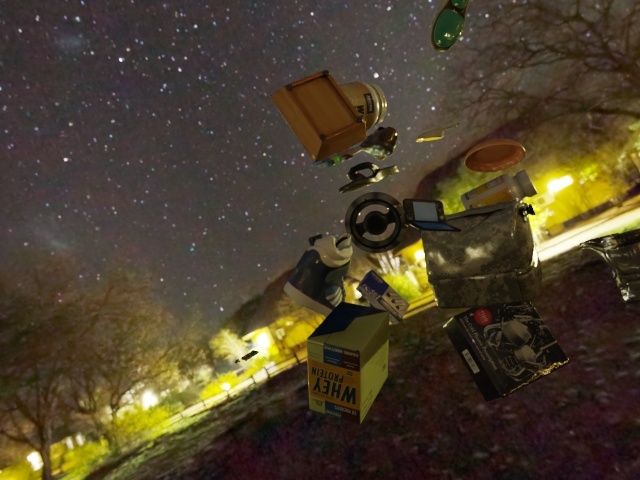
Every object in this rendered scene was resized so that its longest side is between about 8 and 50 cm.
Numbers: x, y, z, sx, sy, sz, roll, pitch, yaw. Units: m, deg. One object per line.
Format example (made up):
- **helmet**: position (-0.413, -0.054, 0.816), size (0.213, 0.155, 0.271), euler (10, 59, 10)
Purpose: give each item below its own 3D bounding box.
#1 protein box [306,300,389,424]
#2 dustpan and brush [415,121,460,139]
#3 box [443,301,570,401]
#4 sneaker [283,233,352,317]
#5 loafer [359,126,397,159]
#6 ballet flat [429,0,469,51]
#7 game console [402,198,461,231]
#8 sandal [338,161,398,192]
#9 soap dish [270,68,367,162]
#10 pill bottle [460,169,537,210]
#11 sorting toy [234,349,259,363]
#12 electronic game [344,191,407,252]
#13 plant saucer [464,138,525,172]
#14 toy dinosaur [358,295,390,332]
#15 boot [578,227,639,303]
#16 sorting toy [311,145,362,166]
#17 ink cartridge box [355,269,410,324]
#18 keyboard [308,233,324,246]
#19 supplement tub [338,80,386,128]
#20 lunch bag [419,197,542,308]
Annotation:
- **protein box**: position (0.072, 0.292, 1.128), size (0.136, 0.201, 0.200), euler (9, 23, 25)
- **dustpan and brush**: position (0.573, -0.528, 2.226), size (0.211, 0.060, 0.147), euler (-5, 4, 23)
- **box**: position (0.725, 0.408, 1.822), size (0.313, 0.343, 0.179), euler (-23, -22, -11)
- **sneaker**: position (0.044, 0.099, 1.361), size (0.236, 0.130, 0.323), euler (-54, -32, 1)
- **loafer**: position (0.302, -0.487, 2.267), size (0.130, 0.134, 0.366), euler (-60, 16, 1)
- **ballet flat**: position (0.234, -0.405, 0.830), size (0.168, 0.057, 0.052), euler (-65, 13, -9)
- **game console**: position (0.283, -0.065, 1.169), size (0.122, 0.107, 0.071), euler (2, -17, -21)
- **sandal**: position (0.207, -0.306, 2.122), size (0.168, 0.106, 0.446), euler (-20, 5, 37)
- **soap dish**: position (0.001, -0.435, 1.573), size (0.229, 0.290, 0.118), euler (-29, -11, -23)
- **pill bottle**: position (0.568, -0.139, 1.460), size (0.209, 0.117, 0.118), euler (-28, -8, 24)
- **sorting toy**: position (-0.252, 0.395, 1.559), size (0.083, 0.012, 0.062), euler (-29, 5, -24)
- **electronic game**: position (0.202, -0.064, 1.677), size (0.229, 0.229, 0.048), euler (-30, 6, 19)
- **plant saucer**: position (0.604, -0.299, 1.599), size (0.200, 0.037, 0.200), euler (1, -20, 0)
- **toy dinosaur**: position (0.210, 0.277, 1.868), size (0.118, 0.268, 0.064), euler (15, -43, -25)
- **boot**: position (0.926, 0.091, 1.429), size (0.118, 0.222, 0.338), euler (-17, -7, 14)
- **sorting toy**: position (0.085, -0.387, 2.154), size (0.196, 0.047, 0.348), euler (-11, 15, 26)
- **ink cartridge box**: position (0.242, 0.218, 1.768), size (0.097, 0.207, 0.046), euler (-48, 3, -34)
- **keyboard**: position (0.000, 0.000, 2.195), size (0.108, 0.023, 0.180), euler (-12, 16, -3)
- **supplement tub**: position (0.119, -0.593, 2.075), size (0.316, 0.228, 0.228), euler (-22, -10, -32)
- **lunch bag**: position (0.447, 0.030, 1.286), size (0.305, 0.255, 0.212), euler (-10, 21, 36)
